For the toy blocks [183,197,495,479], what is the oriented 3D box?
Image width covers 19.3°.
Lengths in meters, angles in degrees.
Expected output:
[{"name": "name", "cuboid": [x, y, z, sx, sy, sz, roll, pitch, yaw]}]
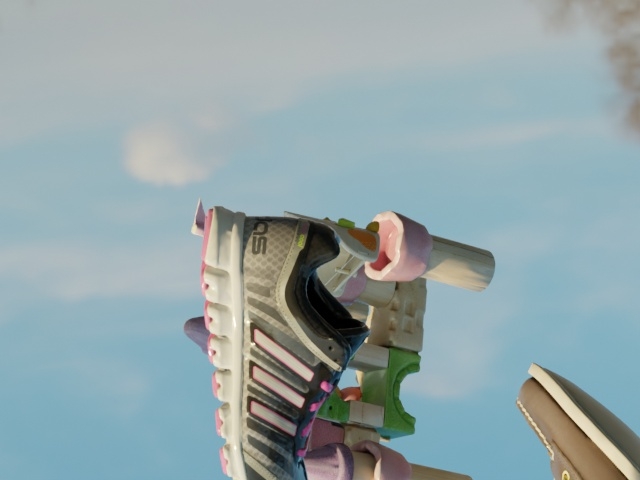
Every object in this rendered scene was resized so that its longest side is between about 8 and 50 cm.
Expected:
[{"name": "toy blocks", "cuboid": [-0.030, 0.129, 1.798, 0.260, 0.288, 0.309, 14, 162, -30]}]

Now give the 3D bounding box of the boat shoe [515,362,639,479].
[{"name": "boat shoe", "cuboid": [0.256, 0.222, 1.627, 0.117, 0.096, 0.324, 28, -167, -41]}]

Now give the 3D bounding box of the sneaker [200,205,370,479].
[{"name": "sneaker", "cuboid": [-0.012, 0.064, 0.898, 0.075, 0.170, 0.063, -6, -169, 5]}]

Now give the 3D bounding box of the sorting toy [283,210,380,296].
[{"name": "sorting toy", "cuboid": [0.000, 0.000, 1.442, 0.075, 0.044, 0.083, 21, 153, -12]}]
